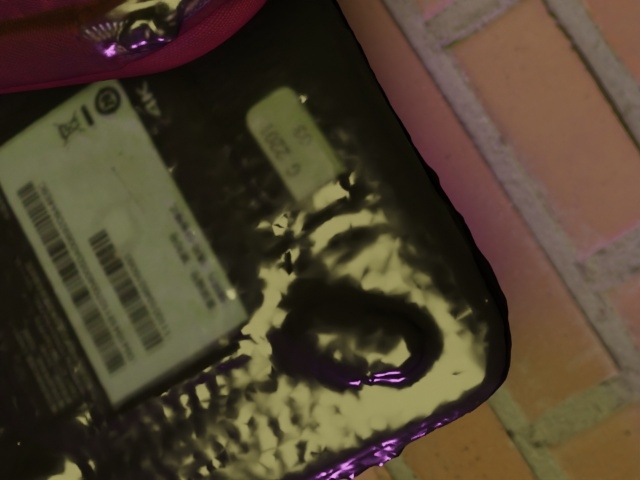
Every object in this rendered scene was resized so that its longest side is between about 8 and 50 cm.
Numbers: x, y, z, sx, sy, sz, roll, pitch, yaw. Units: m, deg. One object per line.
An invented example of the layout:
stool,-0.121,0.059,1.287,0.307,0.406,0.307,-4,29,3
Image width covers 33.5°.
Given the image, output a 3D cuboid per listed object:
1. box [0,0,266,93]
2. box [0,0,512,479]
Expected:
box,-0.180,-0.192,0.573,0.404,0.108,0.263,-1,64,29
box,-0.109,0.001,0.620,0.350,0.091,0.359,-32,79,15
